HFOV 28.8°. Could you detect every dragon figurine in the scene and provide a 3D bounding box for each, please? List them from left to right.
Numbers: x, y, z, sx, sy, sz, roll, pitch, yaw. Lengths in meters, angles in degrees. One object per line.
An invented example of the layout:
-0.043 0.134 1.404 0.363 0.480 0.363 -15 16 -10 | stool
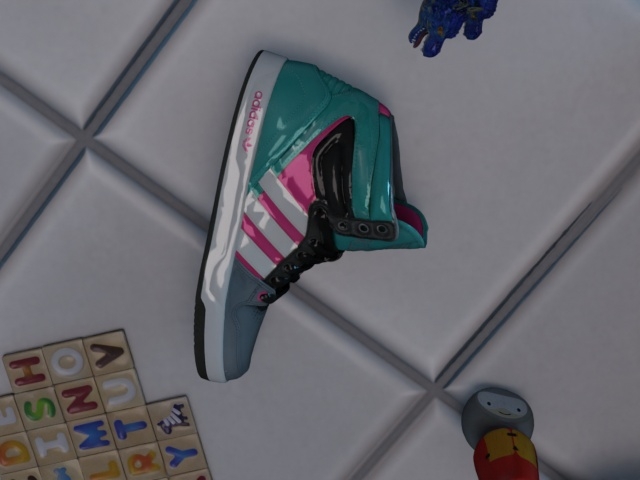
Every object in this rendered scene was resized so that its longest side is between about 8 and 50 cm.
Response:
0.093 -0.292 0.956 0.144 0.085 0.289 20 111 23 | dragon figurine

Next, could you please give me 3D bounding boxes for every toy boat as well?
0.239 0.276 1.164 0.267 0.148 0.318 -33 114 15 | toy boat

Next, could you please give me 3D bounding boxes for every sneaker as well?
0.000 0.000 1.071 0.178 0.124 0.296 14 107 5 | sneaker

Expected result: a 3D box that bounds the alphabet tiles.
-0.213 0.203 1.193 0.198 0.009 0.237 -12 109 4 | alphabet tiles
